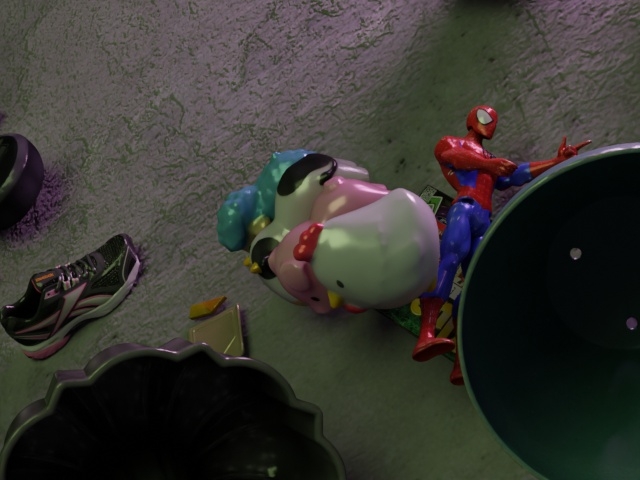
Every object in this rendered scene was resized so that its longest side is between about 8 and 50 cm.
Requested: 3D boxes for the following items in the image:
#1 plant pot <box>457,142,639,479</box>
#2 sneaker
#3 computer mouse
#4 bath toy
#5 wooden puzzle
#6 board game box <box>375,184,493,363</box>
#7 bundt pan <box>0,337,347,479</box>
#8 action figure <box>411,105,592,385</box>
[{"bbox_3d":[0.257,0.048,1.531,0.290,0.290,0.195,-37,9,12],"label":"plant pot"},{"bbox_3d":[-0.280,0.056,2.072,0.178,0.077,0.072,-44,44,3],"label":"sneaker"},{"bbox_3d":[-0.403,-0.074,2.283,0.272,0.072,0.188,15,71,57],"label":"computer mouse"},{"bbox_3d":[0.000,0.000,1.775,0.348,0.129,0.151,-154,64,-70],"label":"bath toy"},{"bbox_3d":[-0.107,0.106,1.943,0.078,0.014,0.116,-26,46,28],"label":"wooden puzzle"},{"bbox_3d":[0.146,0.048,1.770,0.136,0.030,0.260,-54,42,-4],"label":"board game box"},{"bbox_3d":[-0.148,0.233,1.677,0.331,0.331,0.124,-48,22,-1],"label":"bundt pan"},{"bbox_3d":[0.165,-0.019,1.717,0.139,0.091,0.280,-22,48,37],"label":"action figure"}]
